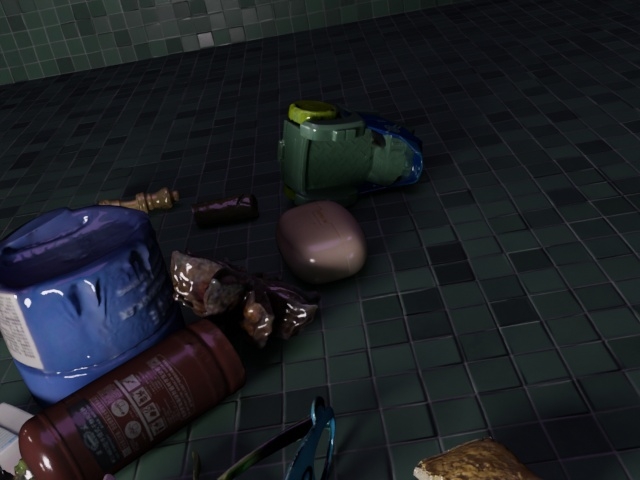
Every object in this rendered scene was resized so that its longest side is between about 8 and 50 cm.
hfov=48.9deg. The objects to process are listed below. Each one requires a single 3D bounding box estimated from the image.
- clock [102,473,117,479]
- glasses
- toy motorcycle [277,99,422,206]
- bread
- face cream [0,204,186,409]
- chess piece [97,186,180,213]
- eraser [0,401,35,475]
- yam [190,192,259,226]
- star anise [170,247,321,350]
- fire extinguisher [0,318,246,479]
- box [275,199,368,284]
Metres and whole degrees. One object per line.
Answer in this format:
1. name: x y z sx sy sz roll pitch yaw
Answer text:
1. clock: -0.207 0.348 0.612 0.290 0.080 0.275 33 22 26
2. glasses: -0.074 0.284 0.777 0.207 0.102 0.239 -25 19 36
3. toy motorcycle: 0.089 -0.172 1.413 0.326 0.191 0.200 -10 30 -27
4. bread: 0.168 0.265 0.710 0.106 0.082 0.125 -10 18 -20
5. face cream: -0.339 0.092 1.028 0.249 0.225 0.249 -8 31 5
6. chess piece: -0.386 -0.077 1.512 0.172 0.060 0.060 -14 29 -10
7. eraser: -0.455 0.301 0.875 0.096 0.052 0.225 9 35 34
8. yam: -0.193 -0.061 1.419 0.132 0.054 0.054 -10 29 2
9. star anise: -0.121 0.090 1.044 0.223 0.109 0.236 24 4 -1
10. fire extinguisher: -0.263 0.217 0.879 0.337 0.135 0.114 -31 0 -31
11. box: 0.000 0.000 1.212 0.146 0.088 0.200 -16 31 -11
